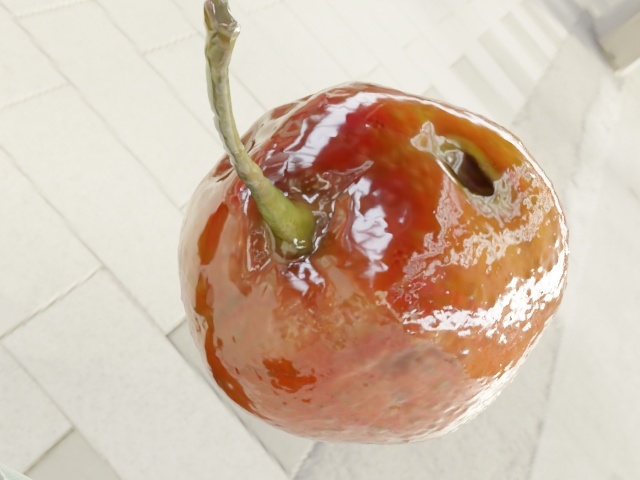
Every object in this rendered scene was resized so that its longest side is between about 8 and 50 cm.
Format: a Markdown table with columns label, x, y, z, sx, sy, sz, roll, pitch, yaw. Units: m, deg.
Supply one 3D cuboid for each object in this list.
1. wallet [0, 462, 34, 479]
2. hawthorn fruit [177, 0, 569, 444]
| label | x | y | z | sx | sy | sz | roll | pitch | yaw |
| --- | --- | --- | --- | --- | --- | --- | --- | --- | --- |
| wallet | -0.242 | 0.214 | 0.620 | 0.360 | 0.252 | 0.083 | 44 | 8 | -45 |
| hawthorn fruit | 0.000 | 0.000 | 0.437 | 0.165 | 0.165 | 0.285 | 60 | 13 | 19 |
